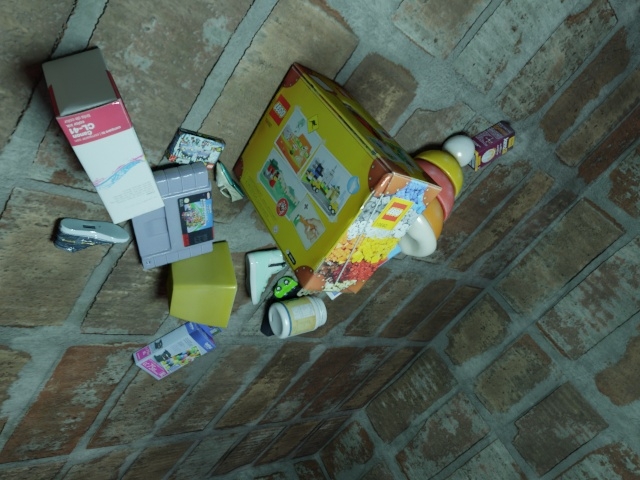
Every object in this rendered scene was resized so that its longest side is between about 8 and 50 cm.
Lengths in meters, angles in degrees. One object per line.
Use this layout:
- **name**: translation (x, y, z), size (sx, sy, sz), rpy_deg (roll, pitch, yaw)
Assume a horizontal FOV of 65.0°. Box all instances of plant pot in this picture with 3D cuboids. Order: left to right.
- **plant pot**: translation (-0.397, 0.144, 1.637), size (0.188, 0.212, 0.212), rpy_deg (2, 132, -23)

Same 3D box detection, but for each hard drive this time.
- **hard drive**: translation (-0.152, 0.310, 2.142), size (0.172, 0.054, 0.254), rpy_deg (-8, 137, -32)

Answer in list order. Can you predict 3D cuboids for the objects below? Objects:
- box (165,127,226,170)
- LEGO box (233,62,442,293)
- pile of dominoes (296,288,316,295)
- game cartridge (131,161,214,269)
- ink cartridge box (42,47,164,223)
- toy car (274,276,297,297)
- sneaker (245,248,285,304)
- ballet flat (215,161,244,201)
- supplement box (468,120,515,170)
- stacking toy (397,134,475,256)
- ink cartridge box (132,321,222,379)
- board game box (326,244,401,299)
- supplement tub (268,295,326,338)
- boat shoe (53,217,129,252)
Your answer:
- **box**: translation (-0.337, -0.246, 1.363), size (0.137, 0.027, 0.093), rpy_deg (6, 129, -43)
- **LEGO box**: translation (0.010, -0.166, 1.331), size (0.193, 0.500, 0.372), rpy_deg (9, 127, -44)
- **pile of dominoes**: translation (0.039, 0.158, 2.042), size (0.251, 0.040, 0.195), rpy_deg (-1, 133, -48)
- **game cartridge**: translation (-0.427, -0.062, 1.458), size (0.231, 0.068, 0.354), rpy_deg (-13, 143, -19)
- **ink cartridge box**: translation (-0.472, -0.223, 1.109), size (0.131, 0.226, 0.306), rpy_deg (-22, 142, -17)
- **toy car**: translation (-0.097, 0.139, 1.989), size (0.225, 0.053, 0.239), rpy_deg (-38, 144, 6)
- **sneaker**: translation (-0.196, 0.138, 1.864), size (0.151, 0.094, 0.255), rpy_deg (-12, 137, -20)
- **ballet flat**: translation (-0.279, -0.166, 1.482), size (0.053, 0.057, 0.168), rpy_deg (-25, 145, 3)
- **supplement box**: translation (0.662, -0.372, 1.977), size (0.188, 0.080, 0.104), rpy_deg (-31, 145, -6)
- **stacking toy**: translation (0.404, -0.205, 1.828), size (0.480, 0.351, 0.350), rpy_deg (-43, 147, -14)
- **ink cartridge box**: translation (-0.539, 0.414, 1.949), size (0.311, 0.065, 0.185), rpy_deg (-31, 145, -8)
- **board game box**: translation (0.068, -0.002, 1.733), size (0.302, 0.086, 0.308), rpy_deg (-36, 111, 5)
- **supplement tub**: translation (-0.091, 0.302, 2.012), size (0.200, 0.144, 0.144), rpy_deg (-9, 138, -32)
- **boat shoe**: translation (-0.630, -0.007, 1.382), size (0.184, 0.065, 0.083), rpy_deg (12, 127, -39)
